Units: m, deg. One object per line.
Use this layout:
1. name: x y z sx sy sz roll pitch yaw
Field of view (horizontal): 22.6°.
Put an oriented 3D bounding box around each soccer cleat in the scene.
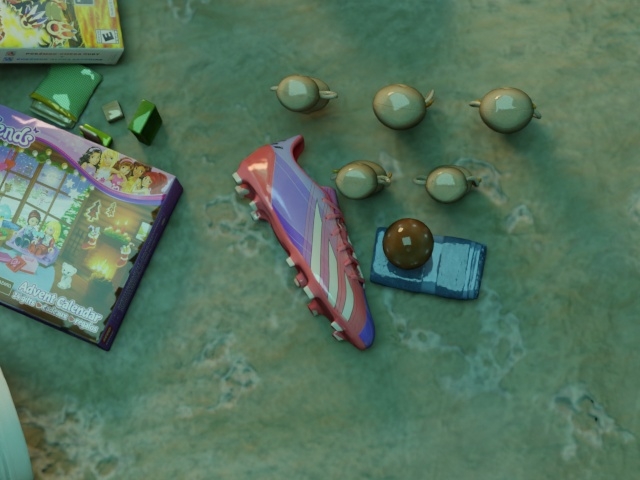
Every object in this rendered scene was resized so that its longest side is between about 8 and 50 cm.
1. soccer cleat: 0.000 0.000 1.707 0.095 0.083 0.248 -32 74 -7

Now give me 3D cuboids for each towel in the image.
1. towel: 0.114 0.025 1.714 0.119 0.029 0.067 10 78 7

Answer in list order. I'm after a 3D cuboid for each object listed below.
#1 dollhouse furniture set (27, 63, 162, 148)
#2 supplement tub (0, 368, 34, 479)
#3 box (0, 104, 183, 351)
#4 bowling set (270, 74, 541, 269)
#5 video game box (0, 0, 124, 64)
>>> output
1. dollhouse furniture set: -0.253 -0.153 1.771 0.152 0.058 0.076 27 81 10
2. supplement tub: -0.445 0.216 1.612 0.272 0.191 0.191 -19 76 -17
3. box: -0.324 -0.028 1.750 0.293 0.057 0.201 22 79 10
4. bowling set: 0.081 -0.077 1.701 0.287 0.154 0.199 8 97 5
5. video game box: -0.324 -0.295 1.774 0.187 0.048 0.205 -4 73 -22
